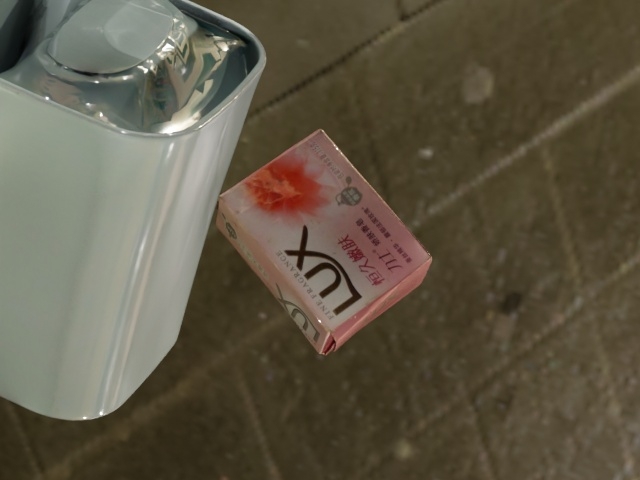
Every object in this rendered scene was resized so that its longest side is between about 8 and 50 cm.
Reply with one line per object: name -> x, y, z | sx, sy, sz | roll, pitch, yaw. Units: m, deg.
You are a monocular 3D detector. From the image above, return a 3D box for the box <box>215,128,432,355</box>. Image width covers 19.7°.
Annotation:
box -> 0.000, 0.000, 1.454 | 0.111, 0.156, 0.060 | -36, 164, -19

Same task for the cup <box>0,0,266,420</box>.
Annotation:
cup -> -0.098, -0.026, 0.621 | 0.095, 0.128, 0.129 | -53, 163, -56
